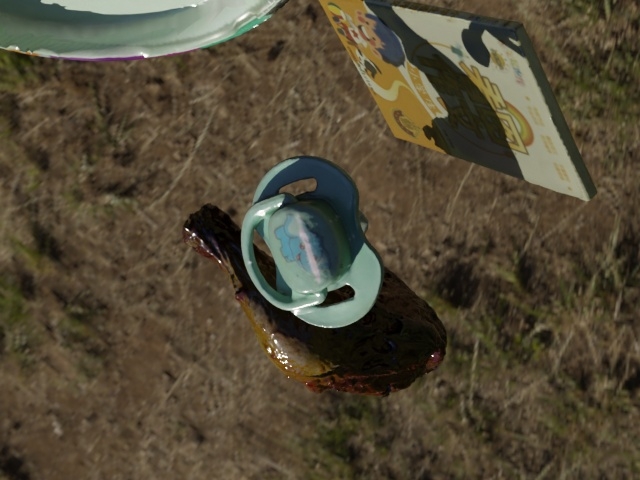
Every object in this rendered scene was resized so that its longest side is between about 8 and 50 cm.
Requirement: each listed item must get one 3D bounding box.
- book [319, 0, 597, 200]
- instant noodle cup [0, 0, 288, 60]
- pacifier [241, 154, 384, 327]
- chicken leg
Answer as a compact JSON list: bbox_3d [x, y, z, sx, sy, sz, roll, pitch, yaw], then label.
[{"bbox_3d":[0.128,-0.151,1.174,0.295,0.020,0.208,25,155,51],"label":"book"},{"bbox_3d":[-0.106,-0.210,0.562,0.251,0.251,0.190,-12,71,24],"label":"instant noodle cup"},{"bbox_3d":[0.000,0.000,1.038,0.127,0.117,0.150,-26,90,26],"label":"pacifier"},{"bbox_3d":[0.006,0.063,1.203,0.323,0.177,0.083,11,146,-37],"label":"chicken leg"}]
